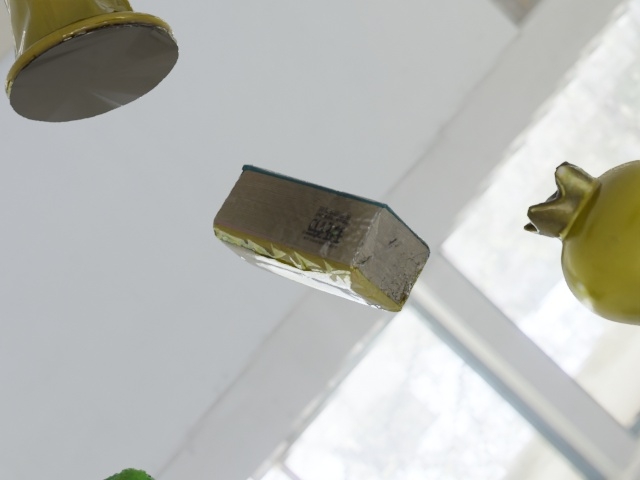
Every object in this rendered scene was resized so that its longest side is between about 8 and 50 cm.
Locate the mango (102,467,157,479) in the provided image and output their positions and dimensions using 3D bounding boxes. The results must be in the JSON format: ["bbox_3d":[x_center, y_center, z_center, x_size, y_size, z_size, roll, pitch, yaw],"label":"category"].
[{"bbox_3d":[-0.245,0.331,1.903,0.178,0.119,0.100,-43,-131,10],"label":"mango"}]

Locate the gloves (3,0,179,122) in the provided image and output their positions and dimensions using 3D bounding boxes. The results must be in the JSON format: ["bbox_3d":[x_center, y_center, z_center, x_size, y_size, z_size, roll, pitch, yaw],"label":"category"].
[{"bbox_3d":[-0.197,-0.236,1.140,0.116,0.294,0.133,-4,155,-44],"label":"gloves"}]

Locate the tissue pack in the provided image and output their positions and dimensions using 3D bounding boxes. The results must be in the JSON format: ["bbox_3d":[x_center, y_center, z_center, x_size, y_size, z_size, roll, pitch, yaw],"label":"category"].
[{"bbox_3d":[0.000,0.000,1.599,0.120,0.169,0.082,42,69,-56],"label":"tissue pack"}]

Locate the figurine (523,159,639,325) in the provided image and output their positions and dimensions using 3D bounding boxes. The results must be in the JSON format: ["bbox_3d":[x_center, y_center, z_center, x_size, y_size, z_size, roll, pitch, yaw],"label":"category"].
[{"bbox_3d":[0.266,0.000,1.116,0.185,0.234,0.127,-52,158,12],"label":"figurine"}]
